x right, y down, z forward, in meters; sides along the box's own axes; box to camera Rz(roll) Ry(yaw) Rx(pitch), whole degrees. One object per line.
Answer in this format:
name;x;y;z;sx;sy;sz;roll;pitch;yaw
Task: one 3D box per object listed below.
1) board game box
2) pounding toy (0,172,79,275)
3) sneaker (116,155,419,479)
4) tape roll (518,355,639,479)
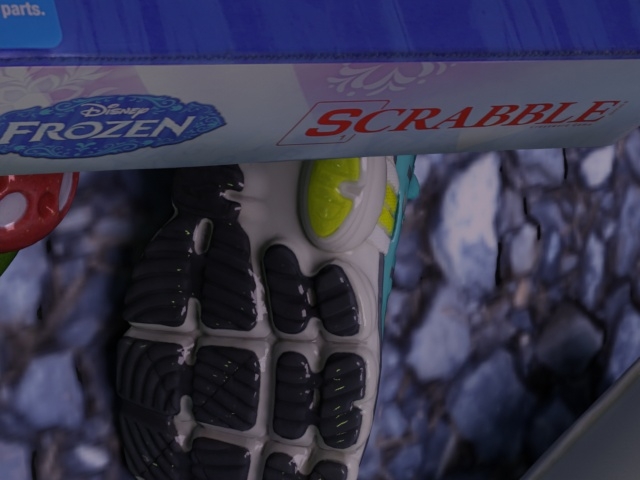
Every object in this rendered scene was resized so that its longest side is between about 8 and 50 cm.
board game box;-0.068;-0.174;0.507;0.319;0.066;0.318;-5;68;-33
pounding toy;-0.113;-0.074;0.544;0.183;0.110;0.237;56;49;-28
sneaker;0.000;0.000;0.682;0.110;0.107;0.275;-8;113;-63
tape roll;0.189;0.174;0.769;0.169;0.246;0.246;-41;120;-28
